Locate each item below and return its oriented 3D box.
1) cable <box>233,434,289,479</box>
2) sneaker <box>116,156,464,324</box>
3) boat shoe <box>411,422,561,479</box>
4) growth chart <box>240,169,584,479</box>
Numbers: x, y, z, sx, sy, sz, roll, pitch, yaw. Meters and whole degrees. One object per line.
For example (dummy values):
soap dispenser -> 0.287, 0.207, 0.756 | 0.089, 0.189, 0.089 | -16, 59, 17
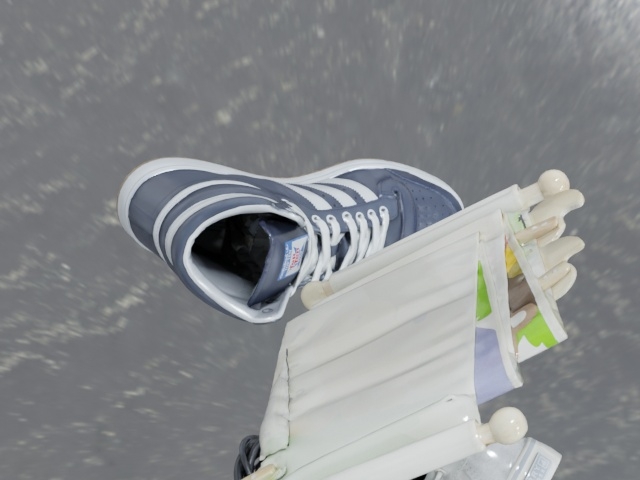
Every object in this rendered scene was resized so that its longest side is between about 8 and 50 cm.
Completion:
cable -> 0.017, 0.202, 1.436 | 0.184, 0.047, 0.150 | 41, 72, 15
sneaker -> 0.000, 0.000, 1.423 | 0.282, 0.153, 0.099 | 2, 106, -22
boat shoe -> 0.064, 0.125, 0.942 | 0.063, 0.184, 0.066 | 33, 77, 2
growth chart -> 0.043, 0.046, 0.868 | 0.172, 0.237, 0.021 | -22, 112, 21
